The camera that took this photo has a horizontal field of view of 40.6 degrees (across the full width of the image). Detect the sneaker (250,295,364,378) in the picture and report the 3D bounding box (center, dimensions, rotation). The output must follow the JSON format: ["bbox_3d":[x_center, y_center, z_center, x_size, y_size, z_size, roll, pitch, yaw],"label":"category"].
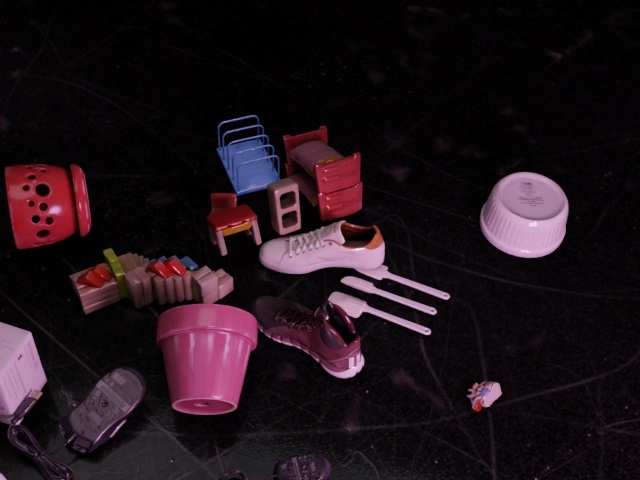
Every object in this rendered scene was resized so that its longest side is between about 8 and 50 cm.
[{"bbox_3d":[-0.023,0.159,1.810,0.281,0.162,0.106,28,53,19],"label":"sneaker"}]

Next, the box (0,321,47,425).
[{"bbox_3d":[-0.655,0.245,1.684,0.182,0.181,0.119,16,50,10],"label":"box"}]

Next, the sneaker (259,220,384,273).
[{"bbox_3d":[0.000,0.000,1.975,0.290,0.123,0.105,-4,50,2],"label":"sneaker"}]

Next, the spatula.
[{"bbox_3d":[0.154,0.129,1.946,0.242,0.019,0.168,21,45,15],"label":"spatula"}]

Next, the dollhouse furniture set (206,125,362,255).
[{"bbox_3d":[-0.106,-0.124,2.017,0.374,0.152,0.201,-18,33,-21],"label":"dollhouse furniture set"}]

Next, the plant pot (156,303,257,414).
[{"bbox_3d":[-0.227,0.243,1.720,0.202,0.201,0.180,0,65,-3],"label":"plant pot"}]

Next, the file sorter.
[{"bbox_3d":[-0.181,-0.218,2.171,0.118,0.104,0.170,-15,51,-16],"label":"file sorter"}]

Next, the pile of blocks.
[{"bbox_3d":[-0.376,0.065,1.905,0.363,0.112,0.148,-2,49,-6],"label":"pile of blocks"}]

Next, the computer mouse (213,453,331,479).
[{"bbox_3d":[-0.097,0.455,1.636,0.242,0.041,0.071,-10,51,-4],"label":"computer mouse"}]

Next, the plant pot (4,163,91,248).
[{"bbox_3d":[-0.618,-0.083,1.972,0.174,0.191,0.191,-8,50,-15],"label":"plant pot"}]

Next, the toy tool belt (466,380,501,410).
[{"bbox_3d":[0.328,0.318,1.776,0.083,0.052,0.051,-31,26,-30],"label":"toy tool belt"}]

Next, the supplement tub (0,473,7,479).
[{"bbox_3d":[-0.579,0.485,1.466,0.145,0.199,0.144,2,49,-2],"label":"supplement tub"}]

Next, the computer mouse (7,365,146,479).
[{"bbox_3d":[-0.477,0.338,1.695,0.184,0.060,0.262,33,65,13],"label":"computer mouse"}]

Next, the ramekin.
[{"bbox_3d":[0.494,-0.070,2.078,0.207,0.109,0.207,1,49,-2],"label":"ramekin"}]
